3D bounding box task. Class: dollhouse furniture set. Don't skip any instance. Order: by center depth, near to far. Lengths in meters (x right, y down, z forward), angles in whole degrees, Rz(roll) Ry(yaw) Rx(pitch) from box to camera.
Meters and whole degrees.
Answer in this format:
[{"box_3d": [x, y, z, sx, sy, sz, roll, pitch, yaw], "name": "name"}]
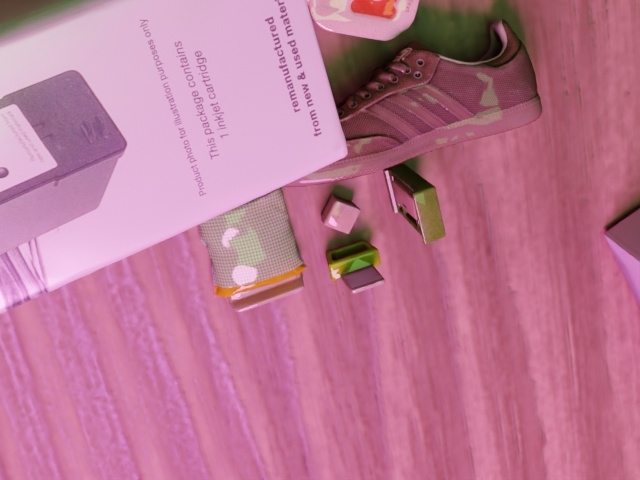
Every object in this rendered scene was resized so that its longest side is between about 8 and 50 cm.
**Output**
[{"box_3d": [0.000, 0.000, 0.693, 0.152, 0.058, 0.076, -19, 115, -9], "name": "dollhouse furniture set"}]

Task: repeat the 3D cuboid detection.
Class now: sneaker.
[{"box_3d": [0.048, -0.087, 0.679, 0.188, 0.066, 0.071, -17, 99, -15], "name": "sneaker"}]

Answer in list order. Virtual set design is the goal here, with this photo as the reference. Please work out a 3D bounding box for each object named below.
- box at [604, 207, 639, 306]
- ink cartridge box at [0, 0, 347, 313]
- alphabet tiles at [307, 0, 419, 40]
[{"box_3d": [0.420, 0.005, 0.760, 0.345, 0.168, 0.215, -34, 117, -2], "name": "box"}, {"box_3d": [-0.158, -0.060, 0.498, 0.273, 0.198, 0.115, -25, 118, -16], "name": "ink cartridge box"}, {"box_3d": [-0.059, -0.219, 0.605, 0.278, 0.021, 0.284, 6, 110, -18], "name": "alphabet tiles"}]
